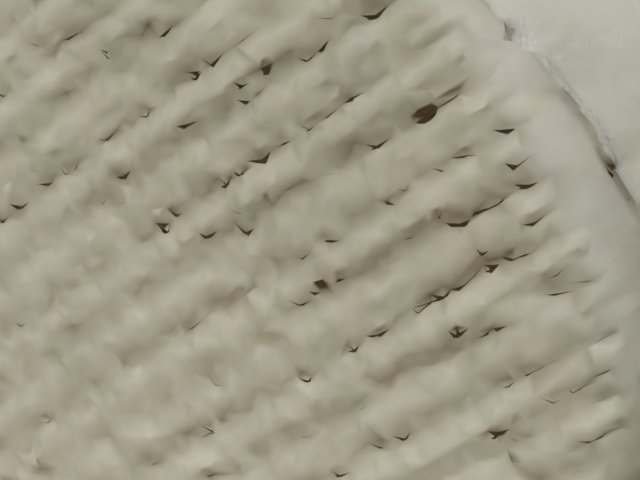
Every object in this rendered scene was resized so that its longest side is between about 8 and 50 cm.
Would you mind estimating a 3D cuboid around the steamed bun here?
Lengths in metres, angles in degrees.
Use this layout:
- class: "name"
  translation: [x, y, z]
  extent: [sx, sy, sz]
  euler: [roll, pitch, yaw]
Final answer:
- class: "steamed bun"
  translation: [0.000, 0.000, 0.634]
  extent: [0.374, 0.375, 0.241]
  euler: [-4, 19, 34]
